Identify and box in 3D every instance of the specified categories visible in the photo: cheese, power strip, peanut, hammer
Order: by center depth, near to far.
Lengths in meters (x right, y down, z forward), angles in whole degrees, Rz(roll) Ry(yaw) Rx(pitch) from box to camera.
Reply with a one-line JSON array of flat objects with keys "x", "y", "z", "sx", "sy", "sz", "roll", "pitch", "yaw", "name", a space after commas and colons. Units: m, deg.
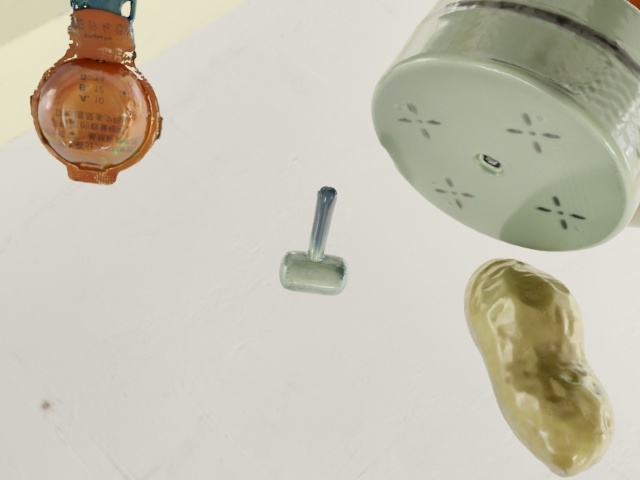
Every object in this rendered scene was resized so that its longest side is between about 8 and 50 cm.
[{"x": 0.249, "y": -0.143, "z": 0.765, "sx": 0.357, "sy": 0.357, "sz": 0.161, "roll": 33, "pitch": -109, "yaw": 9, "name": "power strip"}, {"x": 0.267, "y": 0.134, "z": 0.792, "sx": 0.148, "sy": 0.147, "sz": 0.319, "roll": 3, "pitch": -141, "yaw": -7, "name": "peanut"}, {"x": 0.000, "y": 0.000, "z": 1.016, "sx": 0.116, "sy": 0.194, "sz": 0.069, "roll": 8, "pitch": -151, "yaw": -5, "name": "hammer"}, {"x": -0.369, "y": -0.257, "z": 1.055, "sx": 0.217, "sy": 0.129, "sz": 0.329, "roll": 4, "pitch": -80, "yaw": -9, "name": "cheese"}]

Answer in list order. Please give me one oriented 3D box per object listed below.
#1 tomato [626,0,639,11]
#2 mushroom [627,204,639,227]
[{"x": 0.585, "y": -0.530, "z": 1.226, "sx": 0.260, "sy": 0.180, "sz": 0.259, "roll": -4, "pitch": -84, "yaw": -40, "name": "tomato"}, {"x": 0.628, "y": -0.198, "z": 1.162, "sx": 0.362, "sy": 0.362, "sz": 0.294, "roll": -33, "pitch": -108, "yaw": -23, "name": "mushroom"}]
